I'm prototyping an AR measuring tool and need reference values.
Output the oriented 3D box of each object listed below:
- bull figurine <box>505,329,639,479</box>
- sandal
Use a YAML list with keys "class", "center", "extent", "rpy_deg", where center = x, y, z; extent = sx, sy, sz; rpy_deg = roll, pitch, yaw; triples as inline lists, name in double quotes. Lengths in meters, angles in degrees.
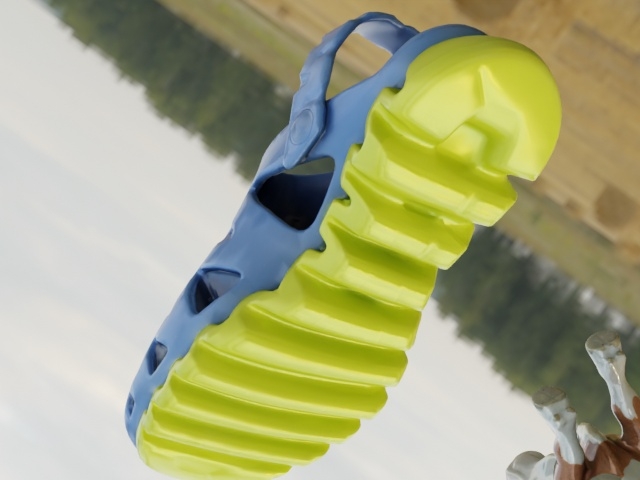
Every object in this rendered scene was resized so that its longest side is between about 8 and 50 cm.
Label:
- class: "bull figurine"
  center: [0.204, 0.181, 1.190]
  extent: [0.310, 0.101, 0.188]
  rpy_deg: [49, 163, 59]
- class: "sandal"
  center: [0.000, 0.000, 1.001]
  extent: [0.126, 0.317, 0.138]
  rpy_deg: [27, -160, -36]
